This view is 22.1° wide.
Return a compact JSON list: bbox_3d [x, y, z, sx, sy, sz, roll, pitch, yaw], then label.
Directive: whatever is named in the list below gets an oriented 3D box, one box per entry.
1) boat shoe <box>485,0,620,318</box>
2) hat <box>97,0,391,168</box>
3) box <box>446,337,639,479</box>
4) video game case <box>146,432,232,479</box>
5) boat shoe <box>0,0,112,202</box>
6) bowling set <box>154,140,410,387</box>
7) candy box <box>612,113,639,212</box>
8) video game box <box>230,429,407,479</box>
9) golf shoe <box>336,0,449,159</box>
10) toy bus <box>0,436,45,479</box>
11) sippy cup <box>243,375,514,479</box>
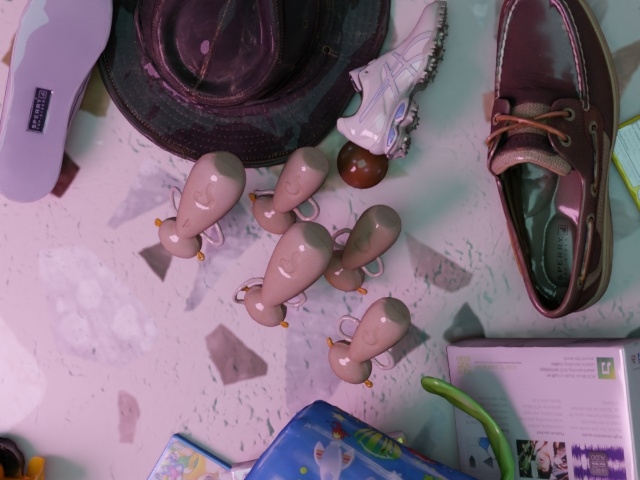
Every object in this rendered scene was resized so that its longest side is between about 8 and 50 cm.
[{"bbox_3d":[0.225,-0.090,1.626,0.123,0.123,0.342,0,97,22],"label":"boat shoe"},{"bbox_3d":[-0.090,-0.234,1.656,0.331,0.134,0.331,0,94,7],"label":"hat"},{"bbox_3d":[0.241,0.257,1.624,0.232,0.058,0.322,-3,94,48],"label":"box"},{"bbox_3d":[-0.146,0.306,1.754,0.119,0.015,0.166,31,96,3],"label":"video game case"},{"bbox_3d":[-0.288,-0.169,1.703,0.095,0.084,0.258,20,98,-19],"label":"boat shoe"},{"bbox_3d":[0.000,0.000,1.677,0.287,0.200,0.154,43,139,5],"label":"bowling set"},{"bbox_3d":[0.377,-0.041,1.671,0.105,0.027,0.206,-27,91,7],"label":"candy box"},{"bbox_3d":[0.017,0.315,1.715,0.187,0.048,0.205,-11,93,2],"label":"video game box"},{"bbox_3d":[0.074,-0.173,1.662,0.086,0.069,0.176,20,75,11],"label":"golf shoe"},{"bbox_3d":[-0.407,0.320,1.727,0.220,0.149,0.211,5,107,3],"label":"toy bus"},{"bbox_3d":[0.033,0.281,1.592,0.224,0.305,0.240,37,133,8],"label":"sippy cup"}]
